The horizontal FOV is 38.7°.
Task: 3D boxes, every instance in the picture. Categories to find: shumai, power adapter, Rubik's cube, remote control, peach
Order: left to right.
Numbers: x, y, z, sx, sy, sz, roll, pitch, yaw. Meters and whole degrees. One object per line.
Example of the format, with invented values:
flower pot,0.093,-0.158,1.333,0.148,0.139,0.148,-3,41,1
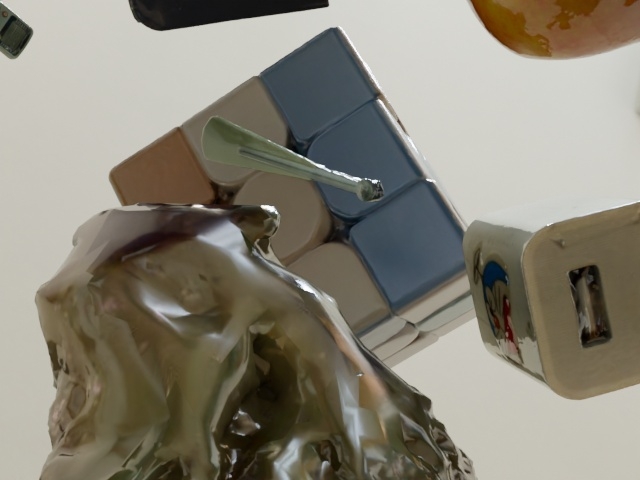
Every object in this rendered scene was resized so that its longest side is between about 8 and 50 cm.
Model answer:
remote control,-0.414,-0.280,1.128,0.018,0.124,0.053,9,-116,45
shumai,-0.036,0.109,0.488,0.346,0.217,0.283,-1,-96,-46
Rubik's cube,0.000,0.000,1.177,0.347,0.346,0.344,-33,-108,9
power adapter,0.187,0.034,0.727,0.125,0.205,0.130,-15,-84,-8
peach,0.238,-0.306,0.794,0.245,0.274,0.248,3,-141,40

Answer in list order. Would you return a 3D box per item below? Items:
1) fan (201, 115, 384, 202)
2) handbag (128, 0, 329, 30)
fan,-0.027,-0.059,0.669,0.016,0.038,0.193,-9,-158,-43
handbag,-0.137,-0.473,1.324,0.330,0.303,0.121,-8,-134,-1
